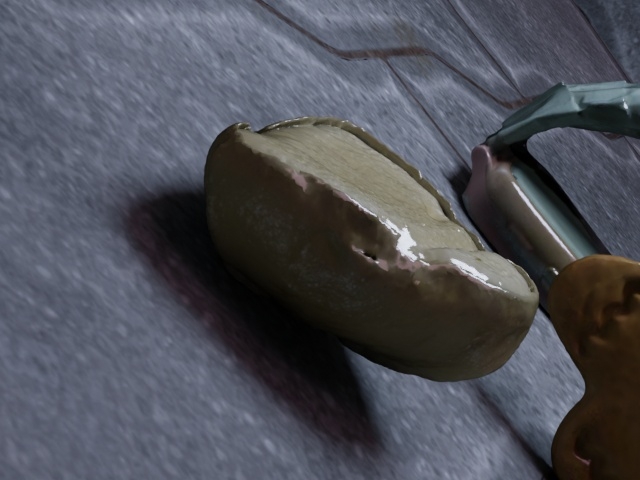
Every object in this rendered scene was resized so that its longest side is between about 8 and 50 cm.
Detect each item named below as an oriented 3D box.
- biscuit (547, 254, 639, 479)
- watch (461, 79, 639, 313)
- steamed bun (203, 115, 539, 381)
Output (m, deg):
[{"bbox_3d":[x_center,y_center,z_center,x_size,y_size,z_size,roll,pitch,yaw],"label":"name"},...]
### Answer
[{"bbox_3d":[0.314,0.149,1.208,0.052,0.275,0.355,-138,-154,-86],"label":"biscuit"},{"bbox_3d":[0.292,-0.045,1.517,0.253,0.241,0.162,50,20,-1],"label":"watch"},{"bbox_3d":[0.026,0.016,1.004,0.212,0.110,0.231,38,18,17],"label":"steamed bun"}]
